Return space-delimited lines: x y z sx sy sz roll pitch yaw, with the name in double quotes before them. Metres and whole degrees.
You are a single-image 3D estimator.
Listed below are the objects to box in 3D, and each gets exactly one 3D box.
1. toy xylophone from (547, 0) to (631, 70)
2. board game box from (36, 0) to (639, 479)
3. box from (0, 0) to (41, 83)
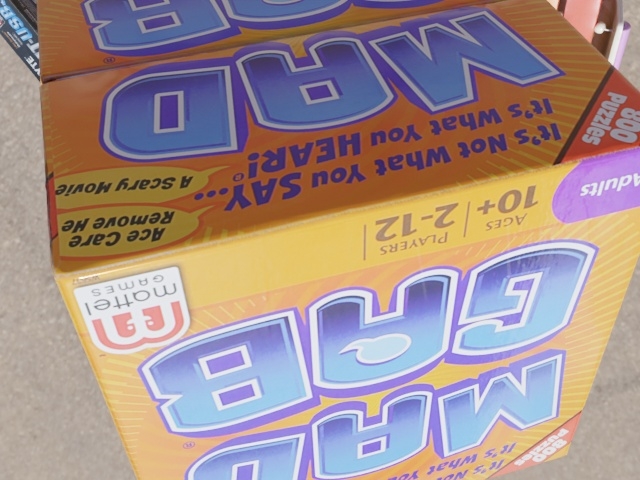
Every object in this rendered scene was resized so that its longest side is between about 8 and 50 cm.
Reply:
"toy xylophone" 0.254 -0.274 1.071 0.322 0.081 0.236 15 142 25
"board game box" -0.004 -0.015 0.654 0.356 0.356 0.357 -13 136 -10
"box" -0.468 -0.415 1.428 0.073 0.293 0.295 -31 107 28
